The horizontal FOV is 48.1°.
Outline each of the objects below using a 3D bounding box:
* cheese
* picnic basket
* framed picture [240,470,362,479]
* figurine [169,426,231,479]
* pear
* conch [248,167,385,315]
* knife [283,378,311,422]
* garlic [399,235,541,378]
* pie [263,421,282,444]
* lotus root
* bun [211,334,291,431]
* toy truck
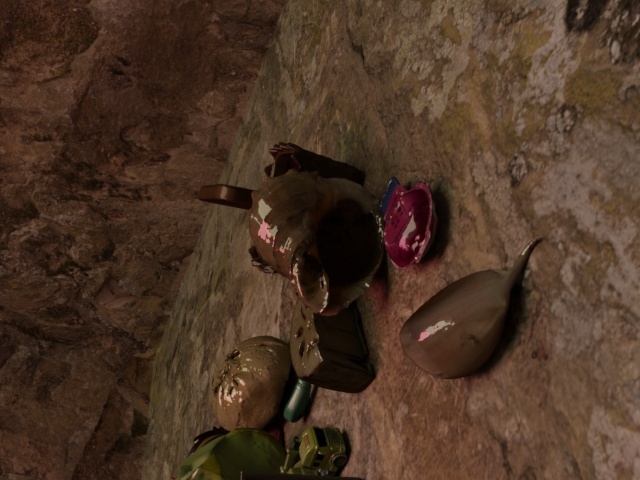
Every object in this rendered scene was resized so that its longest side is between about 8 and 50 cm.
[{"bbox_3d":[0.147,-0.037,1.244,0.244,0.062,0.155,-113,41,-63],"label":"cheese"},{"bbox_3d":[-0.097,-0.072,1.602,0.254,0.321,0.291,-168,89,-69],"label":"picnic basket"},{"bbox_3d":[-0.034,0.517,1.140,0.016,0.213,0.289,104,169,-54],"label":"framed picture"},{"bbox_3d":[-0.286,0.648,1.835,0.281,0.167,0.370,24,-97,-63],"label":"figurine"},{"bbox_3d":[-0.137,0.507,1.465,0.176,0.286,0.282,-52,-9,21],"label":"pear"},{"bbox_3d":[-0.001,0.002,1.392,0.186,0.263,0.324,94,166,-69],"label":"conch"},{"bbox_3d":[-0.019,0.276,1.536,0.034,0.063,0.260,30,110,30],"label":"knife"},{"bbox_3d":[0.199,0.103,0.967,0.266,0.128,0.148,-34,56,49],"label":"garlic"},{"bbox_3d":[-0.127,0.504,1.702,0.153,0.038,0.154,-165,90,-74],"label":"pie"},{"bbox_3d":[0.015,0.200,1.374,0.235,0.119,0.138,-110,38,-56],"label":"lotus root"},{"bbox_3d":[-0.178,0.344,1.745,0.259,0.152,0.259,-59,17,31],"label":"bun"},{"bbox_3d":[-0.022,0.428,1.344,0.077,0.100,0.169,-113,40,-59],"label":"toy truck"}]
